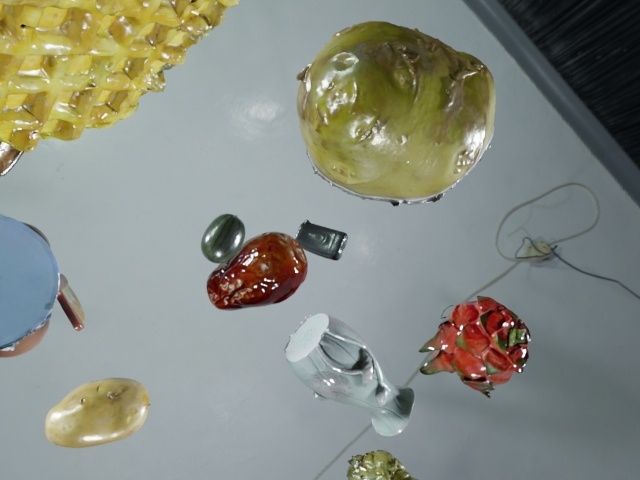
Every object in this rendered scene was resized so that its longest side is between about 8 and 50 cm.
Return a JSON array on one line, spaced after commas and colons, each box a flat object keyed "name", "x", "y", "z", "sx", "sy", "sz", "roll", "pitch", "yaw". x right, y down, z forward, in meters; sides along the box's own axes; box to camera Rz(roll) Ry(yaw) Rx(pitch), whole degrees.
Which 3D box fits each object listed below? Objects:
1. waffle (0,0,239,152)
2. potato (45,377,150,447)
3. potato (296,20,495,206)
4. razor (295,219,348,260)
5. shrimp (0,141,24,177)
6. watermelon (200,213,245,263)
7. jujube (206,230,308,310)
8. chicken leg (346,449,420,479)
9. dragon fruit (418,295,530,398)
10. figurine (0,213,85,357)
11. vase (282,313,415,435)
[{"name": "waffle", "x": -0.181, "y": -0.180, "z": 0.324, "sx": 0.312, "sy": 0.307, "sz": 0.060, "roll": -37, "pitch": 95, "yaw": -4}, {"name": "potato", "x": -0.419, "y": 0.325, "z": 0.770, "sx": 0.178, "sy": 0.118, "sz": 0.109, "roll": -6, "pitch": 115, "yaw": -16}, {"name": "potato", "x": 0.111, "y": -0.194, "z": 0.565, "sx": 0.300, "sy": 0.196, "sz": 0.246, "roll": -8, "pitch": 69, "yaw": 4}, {"name": "razor", "x": 0.000, "y": 0.000, "z": 1.179, "sx": 0.148, "sy": 0.054, "sz": 0.090, "roll": 19, "pitch": 68, "yaw": 15}, {"name": "shrimp", "x": -0.697, "y": -0.164, "z": 0.839, "sx": 0.164, "sy": 0.062, "sz": 0.317, "roll": 40, "pitch": 88, "yaw": 27}, {"name": "watermelon", "x": -0.194, "y": -0.006, "z": 0.814, "sx": 0.078, "sy": 0.078, "sz": 0.110, "roll": 29, "pitch": 74, "yaw": -8}, {"name": "jujube", "x": -0.159, "y": 0.083, "z": 1.002, "sx": 0.255, "sy": 0.190, "sz": 0.190, "roll": -21, "pitch": 91, "yaw": 13}, {"name": "chicken leg", "x": 0.154, "y": 0.502, "z": 0.838, "sx": 0.088, "sy": 0.228, "sz": 0.103, "roll": -18, "pitch": 105, "yaw": -51}, {"name": "dragon fruit", "x": 0.354, "y": 0.239, "z": 0.930, "sx": 0.192, "sy": 0.274, "sz": 0.193, "roll": 38, "pitch": 47, "yaw": -11}, {"name": "figurine", "x": -0.545, "y": 0.078, "z": 0.659, "sx": 0.276, "sy": 0.388, "sz": 0.248, "roll": 49, "pitch": 69, "yaw": -25}, {"name": "vase", "x": 0.106, "y": 0.436, "z": 1.298, "sx": 0.445, "sy": 0.250, "sz": 0.250, "roll": 44, "pitch": 79, "yaw": -16}]
